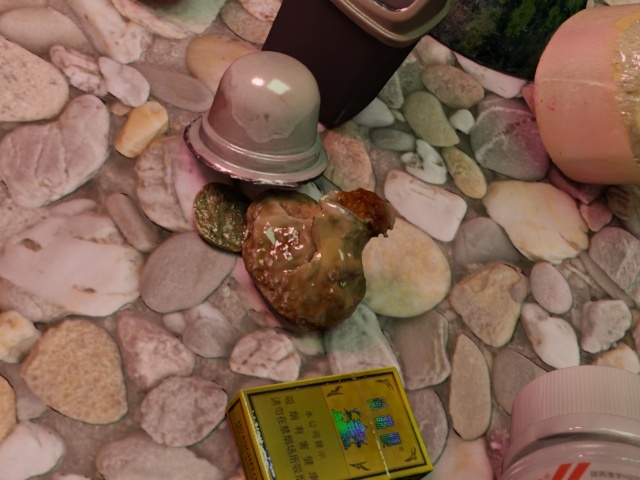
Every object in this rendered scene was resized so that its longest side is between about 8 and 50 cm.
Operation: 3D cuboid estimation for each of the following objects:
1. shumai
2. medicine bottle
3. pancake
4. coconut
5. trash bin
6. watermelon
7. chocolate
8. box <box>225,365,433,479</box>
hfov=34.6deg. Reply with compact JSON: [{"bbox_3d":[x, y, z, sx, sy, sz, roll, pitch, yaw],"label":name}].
[{"bbox_3d":[0.000,0.000,1.319,0.161,0.153,0.209,11,53,-37],"label":"shumai"},{"bbox_3d":[0.322,0.324,1.202,0.245,0.245,0.306,24,43,-12],"label":"medicine bottle"},{"bbox_3d":[-0.124,-0.031,1.360,0.108,0.017,0.108,15,52,-19],"label":"pancake"},{"bbox_3d":[0.495,-0.233,1.657,0.297,0.309,0.297,-4,99,-25],"label":"coconut"},{"bbox_3d":[0.049,-0.323,1.476,0.209,0.290,0.182,43,49,6],"label":"trash bin"},{"bbox_3d":[0.300,-0.466,1.786,0.250,0.283,0.292,4,29,-43],"label":"watermelon"},{"bbox_3d":[-0.067,-0.178,1.377,0.221,0.147,0.221,17,26,-9],"label":"chocolate"},{"bbox_3d":[0.012,0.235,1.218,0.220,0.064,0.141,-6,61,-29],"label":"box"}]
